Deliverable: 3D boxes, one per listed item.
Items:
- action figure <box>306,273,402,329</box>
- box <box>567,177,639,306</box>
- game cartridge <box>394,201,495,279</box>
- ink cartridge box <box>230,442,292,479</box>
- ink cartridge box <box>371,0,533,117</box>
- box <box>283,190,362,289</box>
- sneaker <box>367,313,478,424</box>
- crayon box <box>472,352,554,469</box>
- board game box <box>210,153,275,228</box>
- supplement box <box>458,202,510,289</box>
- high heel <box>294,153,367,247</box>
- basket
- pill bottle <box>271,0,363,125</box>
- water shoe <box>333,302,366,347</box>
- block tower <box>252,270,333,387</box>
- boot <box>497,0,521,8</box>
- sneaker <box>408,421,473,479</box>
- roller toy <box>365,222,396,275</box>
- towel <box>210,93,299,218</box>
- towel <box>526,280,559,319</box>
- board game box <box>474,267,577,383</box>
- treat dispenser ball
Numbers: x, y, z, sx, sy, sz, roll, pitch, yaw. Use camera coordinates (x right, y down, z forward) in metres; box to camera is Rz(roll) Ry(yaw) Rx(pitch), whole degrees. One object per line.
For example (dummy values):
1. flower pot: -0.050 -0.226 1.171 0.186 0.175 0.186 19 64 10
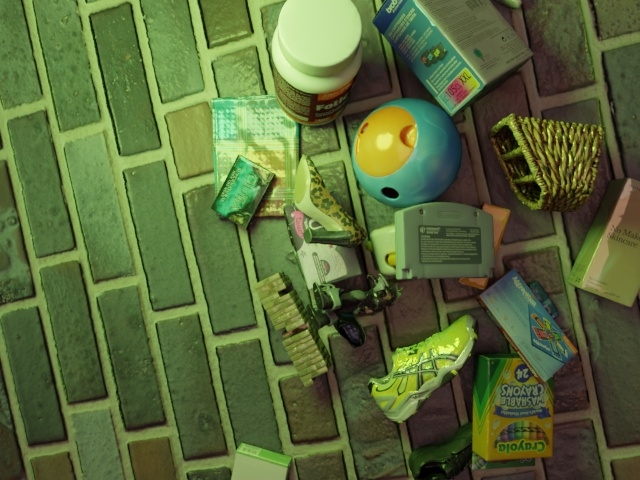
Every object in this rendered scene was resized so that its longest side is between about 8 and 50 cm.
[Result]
1. action figure: 0.106 0.163 1.477 0.099 0.285 0.185 63 142 32
2. box: 0.799 0.002 1.406 0.148 0.121 0.311 20 96 8
3. game cartridge: 0.321 0.001 1.364 0.297 0.062 0.198 1 81 -26
4. ink cartridge box: -0.195 0.770 1.644 0.171 0.056 0.235 12 98 9
5. ink cartridge box: 0.325 -0.550 1.372 0.270 0.151 0.395 -35 87 -35
6. box: 0.000 0.000 1.507 0.163 0.142 0.247 -16 90 -5
7. sneaker: 0.290 0.346 1.498 0.147 0.145 0.384 42 97 4
8. crayon box: 0.527 0.476 1.450 0.203 0.083 0.322 2 89 -13
9. board game box: -0.231 -0.145 1.578 0.126 0.026 0.186 29 99 6
10. supplement box: 0.456 0.016 1.486 0.078 0.080 0.233 18 94 9
11. high heel: 0.029 -0.104 1.421 0.186 0.093 0.261 4 69 -31
12. basket: 0.543 -0.186 1.348 0.223 0.299 0.213 8 96 6
13. pill bottle: -0.011 -0.456 1.355 0.224 0.392 0.224 0 85 -3
14. water shoe: 0.063 0.226 1.558 0.073 0.080 0.203 -42 86 8
15. block tower: -0.076 0.257 1.577 0.097 0.091 0.335 -26 89 10
16. boot: 0.482 -0.716 1.441 0.190 0.069 0.086 35 101 7
17. sneaker: 0.387 0.618 1.505 0.286 0.130 0.109 -32 86 8
18. roller toy: 0.244 0.018 1.458 0.191 0.209 0.146 -17 92 -15
19. towel: -0.195 -0.253 1.593 0.272 0.040 0.370 -1 93 10
20. towel: 0.616 0.177 1.493 0.067 0.029 0.119 -34 87 9
21. board game box: 0.559 0.228 1.438 0.145 0.027 0.281 -33 82 -19
22. treat dispenser ball: 0.227 -0.229 1.400 0.288 0.288 0.288 1 93 9
